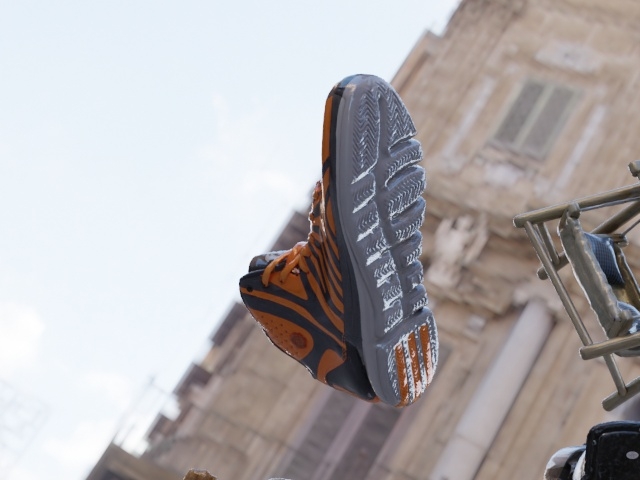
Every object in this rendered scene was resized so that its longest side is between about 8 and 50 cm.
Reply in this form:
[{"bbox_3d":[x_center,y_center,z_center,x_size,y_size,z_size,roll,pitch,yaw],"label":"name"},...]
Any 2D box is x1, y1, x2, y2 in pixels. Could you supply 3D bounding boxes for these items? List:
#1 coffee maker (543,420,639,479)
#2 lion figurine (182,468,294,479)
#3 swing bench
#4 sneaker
[{"bbox_3d":[0.254,0.259,1.476,0.120,0.171,0.178,32,-17,4],"label":"coffee maker"},{"bbox_3d":[-0.153,0.299,1.269,0.142,0.392,0.240,60,3,-17],"label":"lion figurine"},{"bbox_3d":[0.433,0.046,2.152,0.255,0.253,0.165,-26,-38,5],"label":"swing bench"},{"bbox_3d":[0.000,0.000,1.495,0.180,0.125,0.321,10,-67,37],"label":"sneaker"}]
